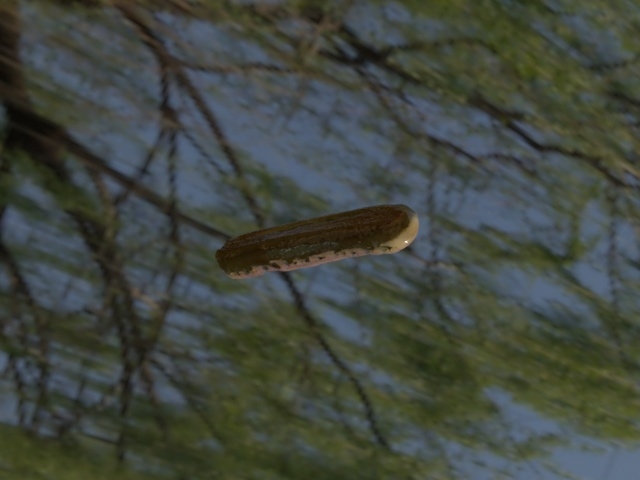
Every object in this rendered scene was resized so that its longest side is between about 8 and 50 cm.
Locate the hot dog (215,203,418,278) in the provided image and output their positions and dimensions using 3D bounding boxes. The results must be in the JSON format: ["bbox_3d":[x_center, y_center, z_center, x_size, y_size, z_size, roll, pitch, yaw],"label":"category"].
[{"bbox_3d":[0.000,0.001,1.090,0.137,0.028,0.044,-13,-156,36],"label":"hot dog"}]
